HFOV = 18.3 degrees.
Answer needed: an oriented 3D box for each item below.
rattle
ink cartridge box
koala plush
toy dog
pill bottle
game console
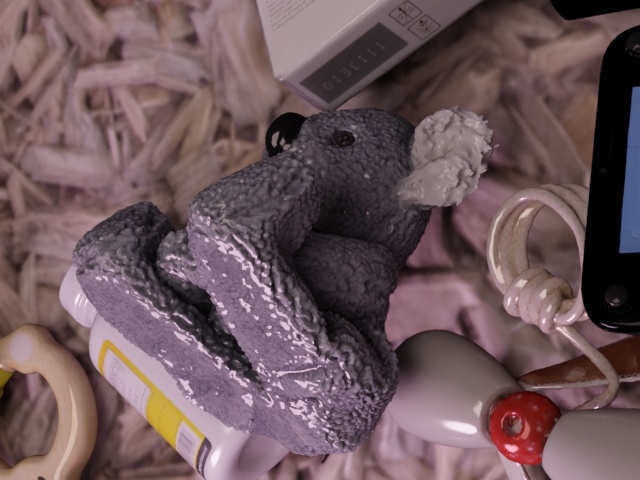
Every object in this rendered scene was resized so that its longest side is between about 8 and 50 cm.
[{"bbox_3d":[-0.221,0.156,1.427,0.130,0.143,0.200,-23,71,7],"label":"rattle"},{"bbox_3d":[0.066,-0.251,1.317,0.275,0.060,0.239,-35,44,24],"label":"ink cartridge box"},{"bbox_3d":[0.000,0.000,1.266,0.196,0.221,0.203,-17,118,50],"label":"koala plush"},{"bbox_3d":[0.205,0.135,1.212,0.220,0.161,0.334,-54,51,19],"label":"toy dog"},{"bbox_3d":[-0.094,0.077,1.375,0.184,0.103,0.103,43,108,23],"label":"pill bottle"},{"bbox_3d":[0.230,-0.113,1.164,0.213,0.044,0.361,-8,61,32],"label":"game console"}]
